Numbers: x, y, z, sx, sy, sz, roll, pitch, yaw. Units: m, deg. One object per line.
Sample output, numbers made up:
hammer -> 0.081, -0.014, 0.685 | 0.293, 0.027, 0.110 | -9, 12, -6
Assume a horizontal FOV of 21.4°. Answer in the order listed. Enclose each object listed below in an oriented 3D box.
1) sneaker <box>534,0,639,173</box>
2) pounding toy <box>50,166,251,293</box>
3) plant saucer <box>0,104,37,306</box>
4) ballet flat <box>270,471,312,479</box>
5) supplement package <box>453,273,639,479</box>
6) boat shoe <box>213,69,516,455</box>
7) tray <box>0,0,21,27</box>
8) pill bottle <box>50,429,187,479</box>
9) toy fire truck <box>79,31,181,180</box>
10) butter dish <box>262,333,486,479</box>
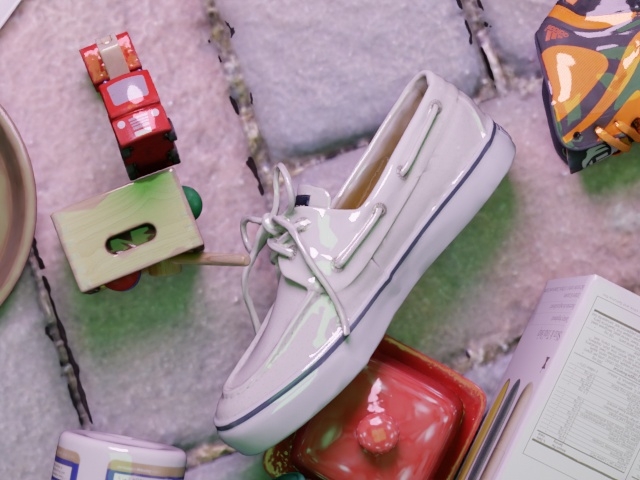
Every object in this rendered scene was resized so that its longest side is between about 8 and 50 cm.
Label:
sneaker -> 0.310, -0.090, 1.489 | 0.180, 0.124, 0.321 | -39, 79, 0
pounding toy -> -0.143, 0.001, 1.440 | 0.141, 0.130, 0.100 | -21, 89, -4
plant saucer -> -0.384, -0.029, 1.472 | 0.278, 0.041, 0.278 | 0, 88, -3
ballet flat -> -0.099, 0.330, 1.356 | 0.342, 0.116, 0.124 | -40, 101, -38
supplement package -> 0.239, 0.189, 1.420 | 0.198, 0.199, 0.263 | 26, 86, -1
boat shoe -> 0.004, -0.001, 1.418 | 0.156, 0.136, 0.367 | 44, 77, -18
tray -> -0.376, -0.282, 1.489 | 0.270, 0.030, 0.145 | 36, 87, -1
pill bottle -> -0.183, 0.261, 1.435 | 0.112, 0.112, 0.187 | 11, 87, -3
toy fire truck -> -0.161, -0.122, 1.408 | 0.047, 0.192, 0.135 | -21, 82, -6
butter dish -> 0.048, 0.164, 1.447 | 0.160, 0.118, 0.160 | 28, 86, 2
